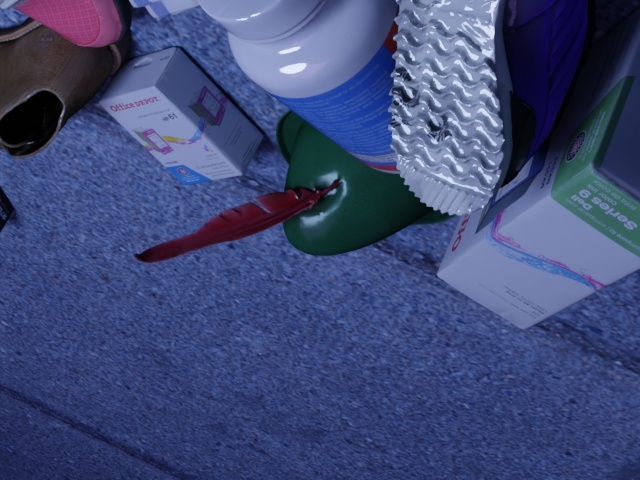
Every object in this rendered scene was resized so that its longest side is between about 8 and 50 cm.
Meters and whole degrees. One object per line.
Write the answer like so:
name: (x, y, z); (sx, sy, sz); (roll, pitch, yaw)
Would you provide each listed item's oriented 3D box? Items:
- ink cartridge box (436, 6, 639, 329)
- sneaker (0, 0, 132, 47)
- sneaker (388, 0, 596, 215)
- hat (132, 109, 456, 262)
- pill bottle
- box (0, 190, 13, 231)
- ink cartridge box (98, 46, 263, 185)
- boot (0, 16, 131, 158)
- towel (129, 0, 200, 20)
ink cartridge box: (0.188, -0.046, 0.912); (0.093, 0.154, 0.212); (31, 151, -8)
sneaker: (-0.296, -0.235, 1.011); (0.314, 0.136, 0.116); (38, 150, -21)
sneaker: (0.123, -0.171, 0.810); (0.102, 0.146, 0.293); (27, 124, 29)
hat: (0.000, 0.000, 1.109); (0.209, 0.183, 0.173); (5, 145, 33)
pill bottle: (0.015, -0.138, 0.870); (0.124, 0.124, 0.221); (5, 165, 34)
box: (-0.487, -0.089, 1.495); (0.220, 0.051, 0.175); (13, 149, 22)
ink cartridge box: (-0.127, -0.110, 1.167); (0.089, 0.052, 0.122); (-7, 136, 46)
boot: (-0.293, -0.128, 1.212); (0.112, 0.115, 0.305); (36, 152, -23)
towel: (-0.088, -0.262, 0.907); (0.285, 0.034, 0.209); (-7, 135, 42)
